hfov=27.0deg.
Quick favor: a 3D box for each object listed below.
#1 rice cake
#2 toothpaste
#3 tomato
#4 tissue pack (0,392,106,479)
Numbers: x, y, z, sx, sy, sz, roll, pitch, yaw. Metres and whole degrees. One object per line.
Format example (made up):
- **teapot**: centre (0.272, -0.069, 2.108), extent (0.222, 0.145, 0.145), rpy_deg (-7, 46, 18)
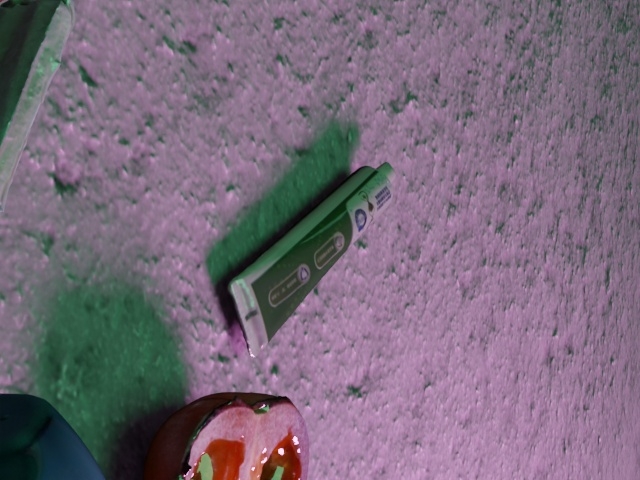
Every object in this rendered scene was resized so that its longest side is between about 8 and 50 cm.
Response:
- **rice cake**: centre (-0.280, -0.115, 1.097), extent (0.038, 0.124, 0.211), rpy_deg (55, 37, -50)
- **toothpaste**: centre (0.000, 0.000, 1.614), extent (0.392, 0.061, 0.099), rpy_deg (-45, 125, -48)
- **tomato**: centre (-0.113, 0.247, 1.348), extent (0.228, 0.112, 0.199), rpy_deg (16, 82, -57)
- **tissue pack**: centre (-0.280, 0.266, 0.974), extent (0.287, 0.198, 0.206), rpy_deg (-51, 131, -51)
